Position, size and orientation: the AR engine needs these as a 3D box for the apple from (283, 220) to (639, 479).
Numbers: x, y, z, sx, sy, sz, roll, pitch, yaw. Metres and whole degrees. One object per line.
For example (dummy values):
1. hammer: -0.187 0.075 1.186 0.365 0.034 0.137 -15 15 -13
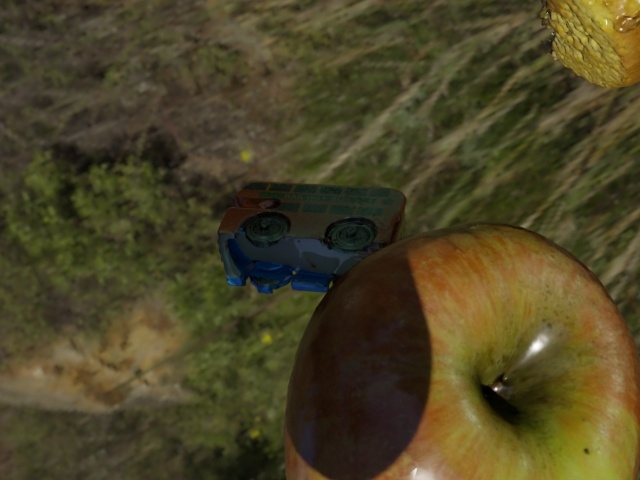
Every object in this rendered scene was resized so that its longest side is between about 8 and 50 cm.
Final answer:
1. apple: 0.099 0.146 1.018 0.277 0.309 0.250 31 153 -7

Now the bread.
1. bread: 0.336 -0.252 1.410 0.147 0.160 0.260 49 174 22

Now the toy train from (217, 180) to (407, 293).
1. toy train: 0.000 0.000 1.216 0.188 0.099 0.072 3 125 13
